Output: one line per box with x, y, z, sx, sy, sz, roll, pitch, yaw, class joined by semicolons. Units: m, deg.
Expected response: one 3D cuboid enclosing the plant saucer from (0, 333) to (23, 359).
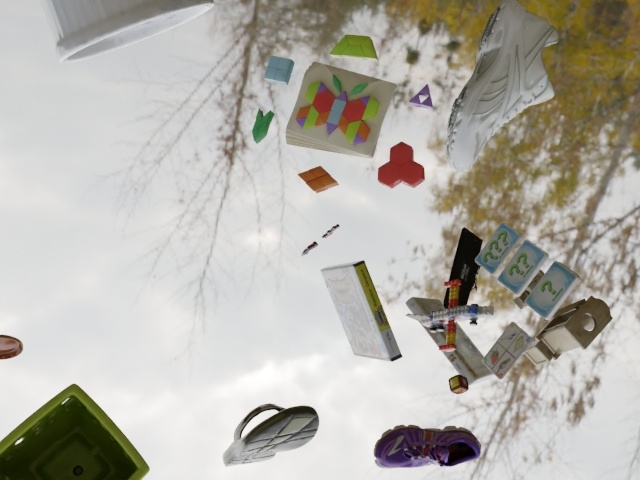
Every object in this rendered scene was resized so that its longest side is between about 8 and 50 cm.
-0.600;0.198;1.497;0.083;0.083;0.013;1;-127;-19;plant saucer

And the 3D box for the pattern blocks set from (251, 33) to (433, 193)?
0.034;-0.222;1.384;0.324;0.286;0.026;4;170;21;pattern blocks set

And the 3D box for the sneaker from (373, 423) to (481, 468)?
0.166;0.321;1.235;0.169;0.068;0.071;-6;-178;-6;sneaker

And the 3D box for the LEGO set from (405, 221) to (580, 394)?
0.239;0.101;1.180;0.060;0.244;0.182;28;-168;-37;LEGO set

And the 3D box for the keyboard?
0.312;0.075;1.771;0.100;0.192;0.038;33;156;-35;keyboard

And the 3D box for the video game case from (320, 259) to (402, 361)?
0.095;0.176;1.999;0.035;0.248;0.275;-23;-178;-18;video game case

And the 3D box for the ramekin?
-0.328;-0.405;1.323;0.277;0.135;0.277;-21;-167;5;ramekin

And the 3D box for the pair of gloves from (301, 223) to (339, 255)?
0.000;0.000;1.432;0.083;0.010;0.074;-38;178;-14;pair of gloves

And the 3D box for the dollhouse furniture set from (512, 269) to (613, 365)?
0.437;0.135;1.544;0.101;0.182;0.161;-40;-94;-23;dollhouse furniture set

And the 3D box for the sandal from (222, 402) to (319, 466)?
-0.109;0.350;1.474;0.120;0.303;0.086;7;-118;-29;sandal

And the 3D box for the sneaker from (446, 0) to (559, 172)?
0.240;-0.188;1.030;0.115;0.232;0.090;22;-173;-2;sneaker

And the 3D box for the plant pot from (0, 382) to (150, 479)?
-0.482;0.439;1.539;0.227;0.207;0.228;-41;-96;-21;plant pot

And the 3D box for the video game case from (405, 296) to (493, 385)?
0.275;0.207;1.669;0.206;0.026;0.227;53;-166;18;video game case
